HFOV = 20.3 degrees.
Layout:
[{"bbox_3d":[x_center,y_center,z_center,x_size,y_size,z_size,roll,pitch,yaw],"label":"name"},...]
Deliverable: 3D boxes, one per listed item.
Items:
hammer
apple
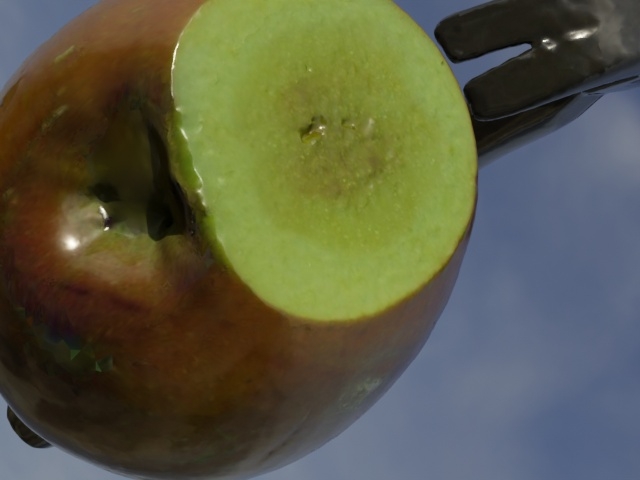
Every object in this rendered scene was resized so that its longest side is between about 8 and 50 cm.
[{"bbox_3d":[0.000,0.000,0.803,0.440,0.168,0.044,-33,-106,39],"label":"hammer"},{"bbox_3d":[-0.034,-0.003,0.553,0.163,0.147,0.146,-38,-104,25],"label":"apple"}]
